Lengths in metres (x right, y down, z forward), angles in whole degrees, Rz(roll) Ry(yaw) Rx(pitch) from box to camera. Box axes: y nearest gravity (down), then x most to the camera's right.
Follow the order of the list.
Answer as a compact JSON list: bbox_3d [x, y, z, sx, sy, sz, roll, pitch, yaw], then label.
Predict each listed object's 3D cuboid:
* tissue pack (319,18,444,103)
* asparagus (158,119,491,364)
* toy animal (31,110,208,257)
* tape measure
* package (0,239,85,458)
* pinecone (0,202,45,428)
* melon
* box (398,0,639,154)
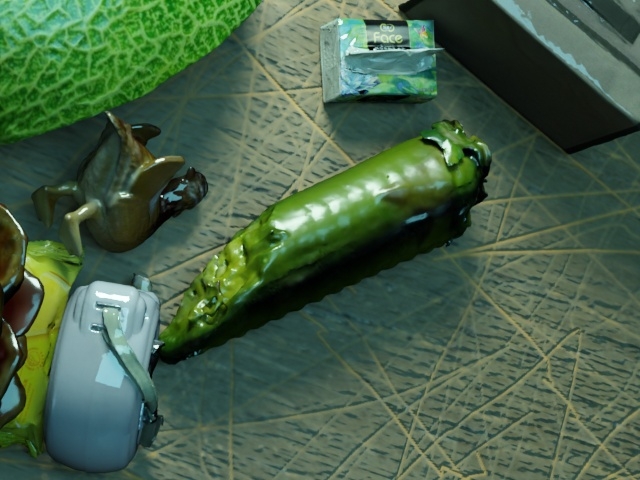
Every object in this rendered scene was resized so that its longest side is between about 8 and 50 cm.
[{"bbox_3d":[0.065,-0.186,1.788,0.111,0.079,0.085,-1,85,-22],"label":"tissue pack"},{"bbox_3d":[0.000,0.000,1.723,0.382,0.128,0.108,-25,58,-21],"label":"asparagus"},{"bbox_3d":[-0.173,-0.060,1.640,0.179,0.188,0.089,-20,56,-31],"label":"toy animal"},{"bbox_3d":[-0.190,0.124,1.592,0.105,0.196,0.178,11,93,-3],"label":"tape measure"},{"bbox_3d":[-0.305,0.087,1.599,0.168,0.090,0.226,17,76,-38],"label":"package"},{"bbox_3d":[-0.424,0.046,1.395,0.398,0.398,0.398,3,83,-21],"label":"pinecone"},{"bbox_3d":[-0.215,-0.279,1.640,0.343,0.226,0.331,-25,76,-9],"label":"melon"},{"bbox_3d":[0.240,-0.236,1.809,0.252,0.188,0.153,37,75,-11],"label":"box"}]
